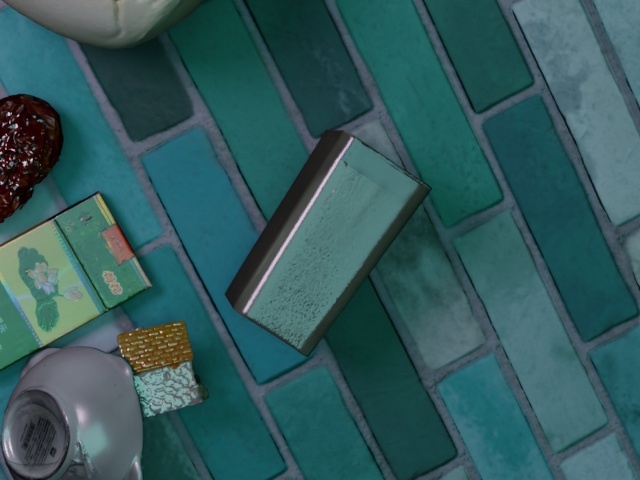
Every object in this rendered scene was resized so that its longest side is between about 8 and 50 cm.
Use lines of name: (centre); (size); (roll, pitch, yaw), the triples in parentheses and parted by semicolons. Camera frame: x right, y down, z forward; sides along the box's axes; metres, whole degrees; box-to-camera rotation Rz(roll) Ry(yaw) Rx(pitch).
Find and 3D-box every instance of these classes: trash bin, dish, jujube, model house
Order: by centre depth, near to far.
dish: (-0.306, 0.229, 1.396); (0.224, 0.078, 0.246); (44, 108, 27)
jujube: (-0.356, -0.087, 1.405); (0.104, 0.104, 0.165); (25, 94, -12)
trash bin: (0.000, 0.000, 1.450); (0.122, 0.164, 0.240); (34, 91, -11)
model house: (-0.188, 0.146, 1.453); (0.088, 0.101, 0.100); (-14, 94, -12)

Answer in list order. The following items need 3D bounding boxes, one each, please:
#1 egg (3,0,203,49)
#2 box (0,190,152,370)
egg: (-0.253, -0.361, 1.308); (0.345, 0.283, 0.283); (29, 89, -4)
box: (-0.332, 0.054, 1.450); (0.235, 0.034, 0.132); (-29, 99, -8)
